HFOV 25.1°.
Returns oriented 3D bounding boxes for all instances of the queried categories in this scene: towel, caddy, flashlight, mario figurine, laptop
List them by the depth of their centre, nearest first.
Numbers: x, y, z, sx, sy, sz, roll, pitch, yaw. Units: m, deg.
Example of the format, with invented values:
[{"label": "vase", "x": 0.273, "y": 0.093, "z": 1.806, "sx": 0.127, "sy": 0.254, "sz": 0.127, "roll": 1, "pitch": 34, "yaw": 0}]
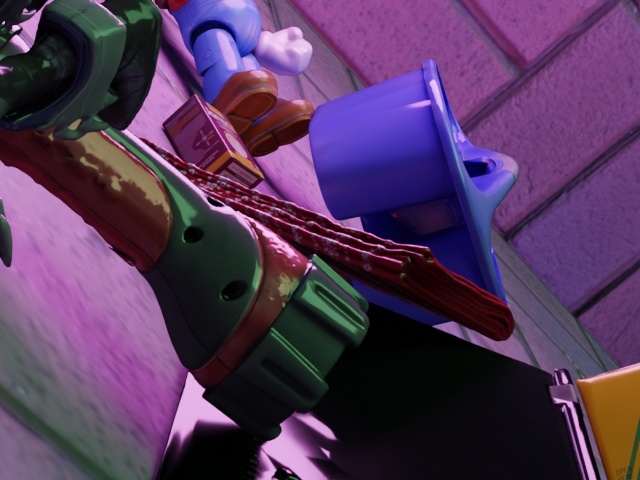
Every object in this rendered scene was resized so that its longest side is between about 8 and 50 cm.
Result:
[{"label": "flashlight", "x": -0.117, "y": -0.018, "z": 0.779, "sx": 0.304, "sy": 0.103, "sz": 0.103, "roll": 38, "pitch": -15, "yaw": -9}, {"label": "laptop", "x": 0.080, "y": 0.233, "z": 0.933, "sx": 0.382, "sy": 0.236, "sz": 0.408, "roll": -82, "pitch": 160, "yaw": -70}, {"label": "towel", "x": 0.000, "y": 0.000, "z": 1.073, "sx": 0.275, "sy": 0.031, "sz": 0.199, "roll": 22, "pitch": -5, "yaw": 32}, {"label": "caddy", "x": 0.108, "y": -0.046, "z": 1.412, "sx": 0.341, "sy": 0.179, "sz": 0.241, "roll": -76, "pitch": 148, "yaw": -76}, {"label": "mario figurine", "x": -0.096, "y": -0.258, "z": 1.478, "sx": 0.198, "sy": 0.170, "sz": 0.320, "roll": 104, "pitch": -37, "yaw": -60}]

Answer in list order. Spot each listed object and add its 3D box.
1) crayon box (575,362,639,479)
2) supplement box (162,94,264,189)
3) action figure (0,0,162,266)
[{"label": "crayon box", "x": 0.304, "y": 0.303, "z": 1.036, "sx": 0.363, "sy": 0.106, "sz": 0.313, "roll": 61, "pitch": 13, "yaw": -47}, {"label": "supplement box", "x": -0.093, "y": -0.077, "z": 1.250, "sx": 0.055, "sy": 0.043, "sz": 0.083, "roll": 32, "pitch": 20, "yaw": -53}, {"label": "action figure", "x": -0.181, "y": -0.063, "z": 0.615, "sx": 0.185, "sy": 0.099, "sz": 0.285, "roll": 42, "pitch": 37, "yaw": 7}]
